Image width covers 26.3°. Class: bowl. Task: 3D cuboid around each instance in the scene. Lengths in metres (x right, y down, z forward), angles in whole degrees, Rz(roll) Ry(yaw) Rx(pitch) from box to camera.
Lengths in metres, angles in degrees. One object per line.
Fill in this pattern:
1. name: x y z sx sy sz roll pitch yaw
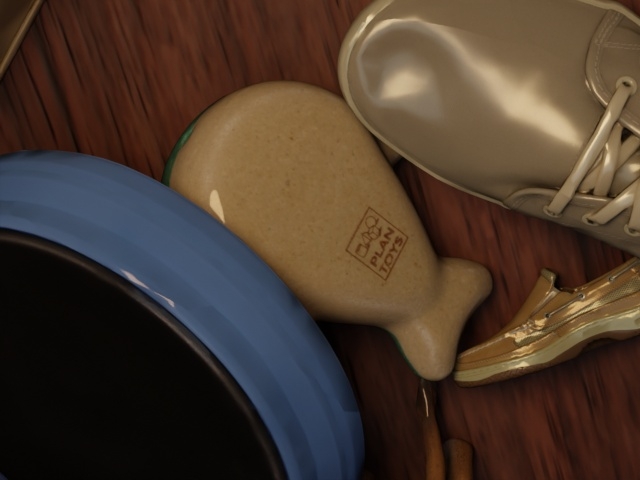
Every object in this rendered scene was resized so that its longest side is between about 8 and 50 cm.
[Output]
1. bowl: -0.154 0.113 1.038 0.391 0.077 0.391 21 136 21

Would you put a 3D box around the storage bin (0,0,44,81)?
1. storage bin: -0.355 -0.214 1.040 0.260 0.123 0.262 34 111 -1

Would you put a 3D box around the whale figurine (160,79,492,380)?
1. whale figurine: 0.000 0.000 1.047 0.272 0.141 0.216 34 71 -21

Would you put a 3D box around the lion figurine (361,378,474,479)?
1. lion figurine: 0.013 0.316 1.079 0.142 0.240 0.392 19 111 -4

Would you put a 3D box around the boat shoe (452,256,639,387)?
1. boat shoe: 0.185 0.055 1.067 0.190 0.068 0.072 -22 91 6

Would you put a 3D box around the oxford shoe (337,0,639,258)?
1. oxford shoe: 0.226 -0.059 0.963 0.449 0.130 0.169 24 111 -4
